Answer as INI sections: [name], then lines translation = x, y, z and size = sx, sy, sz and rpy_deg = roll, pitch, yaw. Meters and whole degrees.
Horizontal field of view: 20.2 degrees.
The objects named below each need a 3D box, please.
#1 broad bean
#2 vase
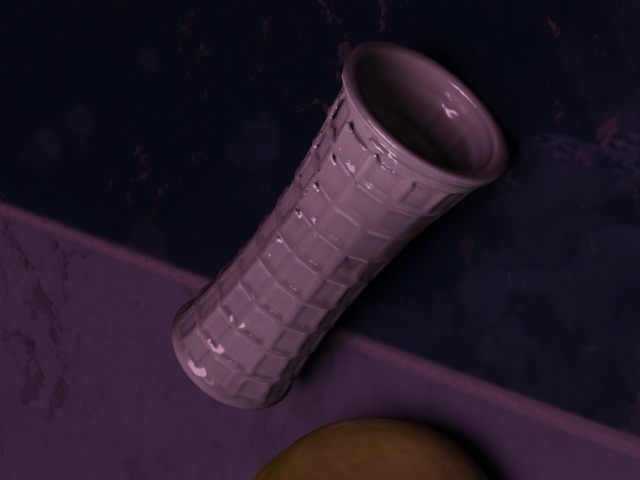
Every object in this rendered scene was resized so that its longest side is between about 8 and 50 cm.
[broad bean]
translation = 0.018, 0.270, 1.369
size = 0.291, 0.119, 0.238
rpy_deg = -47, 61, 9
[vase]
translation = 0.000, 0.000, 1.372
size = 0.143, 0.143, 0.299
rpy_deg = 54, 126, 20
